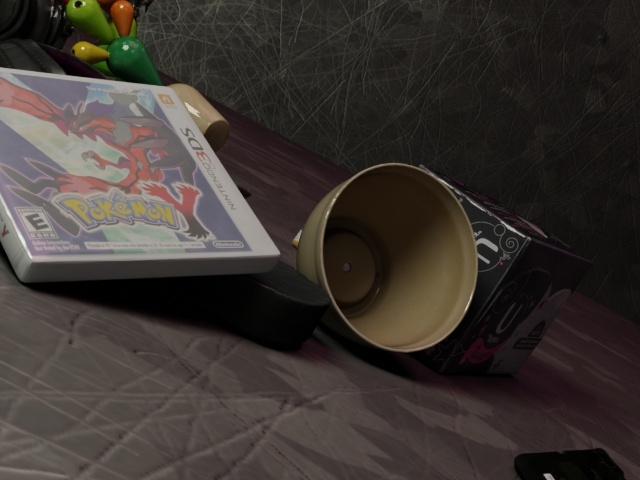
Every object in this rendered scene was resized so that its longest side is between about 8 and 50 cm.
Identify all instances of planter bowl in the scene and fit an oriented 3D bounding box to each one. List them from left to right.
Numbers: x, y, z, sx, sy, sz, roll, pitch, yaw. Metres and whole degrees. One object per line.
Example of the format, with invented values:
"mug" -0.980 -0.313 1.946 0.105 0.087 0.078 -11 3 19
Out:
"planter bowl" 0.043 0.021 0.955 0.162 0.162 0.109 25 -19 -25

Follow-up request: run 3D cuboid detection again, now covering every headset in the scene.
"headset" -0.438 -0.361 1.562 0.394 0.185 0.243 19 5 17

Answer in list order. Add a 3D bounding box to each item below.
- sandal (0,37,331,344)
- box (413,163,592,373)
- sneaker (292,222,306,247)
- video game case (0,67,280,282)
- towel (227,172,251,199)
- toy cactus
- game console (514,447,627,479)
"sandal" -0.173 -0.072 0.867 0.446 0.107 0.167 30 8 12
"box" 0.161 0.042 1.127 0.142 0.163 0.247 37 10 28
"sneaker" 0.000 0.000 1.308 0.032 0.037 0.083 31 6 28
"video game case" -0.145 -0.048 0.732 0.201 0.023 0.183 -1 47 -45
"towel" -0.257 -0.129 1.238 0.312 0.056 0.324 34 6 14
"toy cactus" -0.161 -0.130 0.970 0.180 0.112 0.219 35 -25 31
"game console" 0.204 0.204 0.770 0.107 0.071 0.122 -2 11 -5
